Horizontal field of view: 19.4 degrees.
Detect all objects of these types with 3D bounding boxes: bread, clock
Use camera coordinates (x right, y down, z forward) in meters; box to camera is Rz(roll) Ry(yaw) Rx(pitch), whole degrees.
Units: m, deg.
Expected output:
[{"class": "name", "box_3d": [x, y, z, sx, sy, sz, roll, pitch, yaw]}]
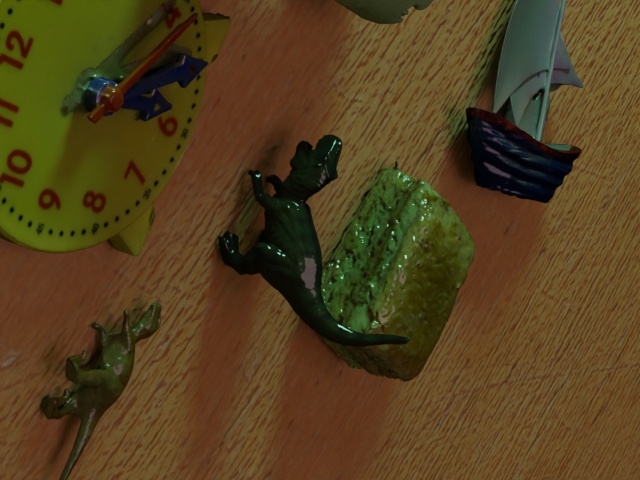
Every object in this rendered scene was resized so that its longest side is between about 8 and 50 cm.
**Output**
[{"class": "bread", "box_3d": [0.079, 0.037, 1.925, 0.196, 0.102, 0.138, -59, 144, -17]}, {"class": "clock", "box_3d": [-0.188, -0.121, 1.540, 0.293, 0.071, 0.277, 14, 95, -53]}]

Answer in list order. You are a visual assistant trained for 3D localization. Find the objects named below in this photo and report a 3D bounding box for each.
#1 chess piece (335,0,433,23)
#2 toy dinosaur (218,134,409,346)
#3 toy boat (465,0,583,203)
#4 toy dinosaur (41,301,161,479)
[{"class": "chess piece", "box_3d": [0.008, -0.288, 1.639, 0.299, 0.195, 0.194, 25, 85, -62]}, {"class": "toy dinosaur", "box_3d": [0.000, 0.000, 1.743, 0.087, 0.179, 0.187, -6, 108, -51]}, {"class": "toy boat", "box_3d": [0.228, -0.185, 2.048, 0.219, 0.072, 0.318, -24, 120, -48]}, {"class": "toy dinosaur", "box_3d": [-0.192, 0.139, 1.680, 0.126, 0.039, 0.162, -19, 121, -48]}]
